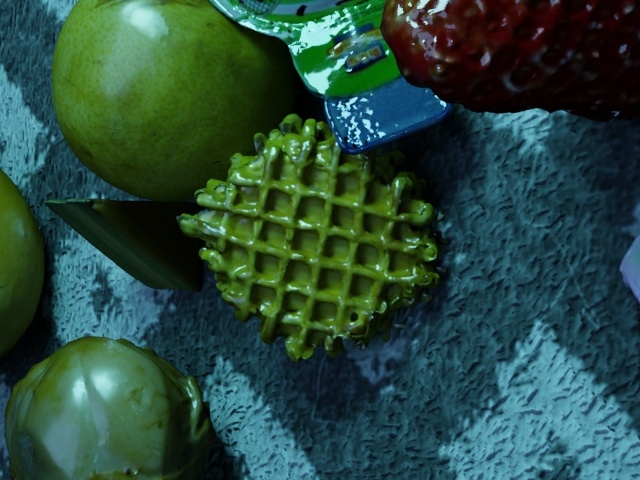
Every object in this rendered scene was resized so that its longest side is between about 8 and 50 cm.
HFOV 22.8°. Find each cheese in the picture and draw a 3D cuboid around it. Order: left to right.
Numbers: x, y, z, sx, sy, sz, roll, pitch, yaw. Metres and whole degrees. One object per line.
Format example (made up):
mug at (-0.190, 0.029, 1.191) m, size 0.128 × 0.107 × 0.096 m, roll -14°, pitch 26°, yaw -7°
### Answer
cheese at (0.007, -0.217, 1.272) m, size 0.204 × 0.083 × 0.320 m, roll -22°, pitch 67°, yaw 0°

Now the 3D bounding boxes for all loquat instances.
loquat at (-0.407, 0.019, 1.609) m, size 0.263 × 0.263 × 0.263 m, roll -1°, pitch 88°, yaw 44°

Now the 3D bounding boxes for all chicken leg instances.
chicken leg at (-0.188, 0.285, 1.464) m, size 0.295 × 0.182 × 0.409 m, roll -10°, pitch 98°, yaw 53°

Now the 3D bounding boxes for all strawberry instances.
strawberry at (0.145, -0.164, 1.049) m, size 0.205 × 0.244 × 0.205 m, roll 40°, pitch 146°, yaw 35°

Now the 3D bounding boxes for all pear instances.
pear at (-0.129, -0.130, 1.353) m, size 0.209 × 0.209 × 0.209 m, roll -1°, pitch 88°, yaw 44°

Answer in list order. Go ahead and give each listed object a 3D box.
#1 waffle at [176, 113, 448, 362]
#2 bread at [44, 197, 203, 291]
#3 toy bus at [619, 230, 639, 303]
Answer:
waffle at (0.000, 0.000, 1.286) m, size 0.197 × 0.070 × 0.193 m, roll 46°, pitch 109°, yaw -3°
bread at (-0.180, 0.004, 1.445) m, size 0.074 × 0.139 × 0.084 m, roll 3°, pitch 91°, yaw 42°
toy bus at (0.305, -0.050, 1.015) m, size 0.274 × 0.090 × 0.112 m, roll -60°, pitch 44°, yaw 23°
